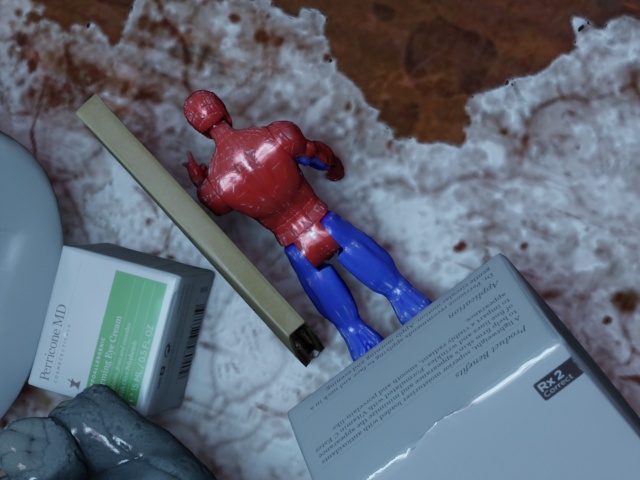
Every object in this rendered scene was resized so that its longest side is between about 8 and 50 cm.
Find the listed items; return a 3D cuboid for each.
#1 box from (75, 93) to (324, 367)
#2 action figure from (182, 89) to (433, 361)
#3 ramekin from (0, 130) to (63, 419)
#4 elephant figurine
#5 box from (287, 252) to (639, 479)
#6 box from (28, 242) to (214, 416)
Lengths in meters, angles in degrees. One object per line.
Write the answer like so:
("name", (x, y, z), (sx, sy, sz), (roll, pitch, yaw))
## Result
("box", (-0.076, -0.003, 1.294), (0.021, 0.164, 0.201), (-42, 80, -3))
("action figure", (0.000, 0.000, 1.334), (0.091, 0.139, 0.280), (-39, 106, 5))
("ramekin", (-0.290, 0.030, 1.262), (0.135, 0.277, 0.277), (22, 93, 27))
("elephant figurine", (-0.155, 0.207, 1.312), (0.169, 0.239, 0.186), (-35, 72, -25))
("box", (0.109, 0.141, 1.252), (0.181, 0.119, 0.182), (-37, 120, 7))
("box", (-0.135, 0.059, 1.339), (0.087, 0.102, 0.101), (15, 93, 11))
